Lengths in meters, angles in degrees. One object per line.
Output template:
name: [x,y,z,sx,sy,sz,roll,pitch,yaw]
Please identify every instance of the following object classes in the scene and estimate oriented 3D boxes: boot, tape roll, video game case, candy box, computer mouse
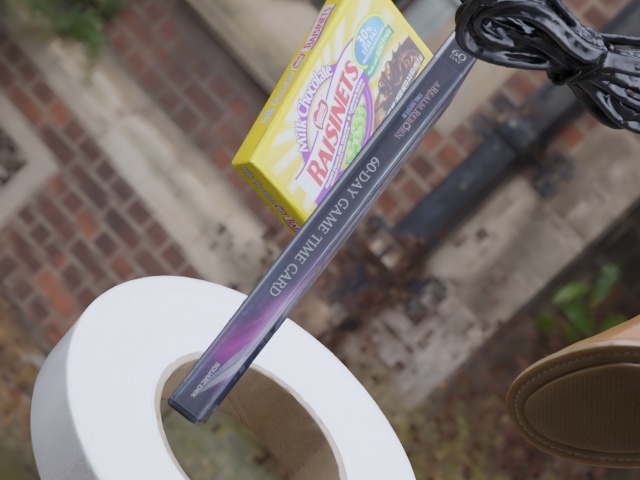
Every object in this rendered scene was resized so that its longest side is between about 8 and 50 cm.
boot: [0.282,0.050,1.353,0.109,0.283,0.220,56,26,-15]
tape roll: [-0.076,0.203,1.647,0.392,0.072,0.392,29,34,-22]
video game case: [0.000,0.000,1.141,0.026,0.274,0.196,38,-6,2]
candy box: [0.013,-0.101,1.390,0.027,0.206,0.105,-6,-44,45]
computer mouse: [0.172,-0.140,0.716,0.184,0.262,0.060,15,52,-43]
